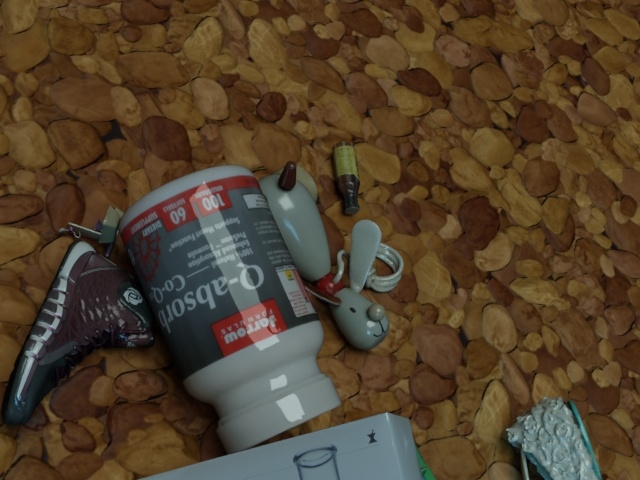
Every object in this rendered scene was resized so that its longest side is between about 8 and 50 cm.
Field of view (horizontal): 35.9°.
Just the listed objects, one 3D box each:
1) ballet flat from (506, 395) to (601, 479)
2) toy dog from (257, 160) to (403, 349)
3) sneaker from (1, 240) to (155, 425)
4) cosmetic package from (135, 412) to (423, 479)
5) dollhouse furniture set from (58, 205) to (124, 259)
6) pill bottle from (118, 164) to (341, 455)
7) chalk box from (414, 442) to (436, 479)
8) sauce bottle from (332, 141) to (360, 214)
[{"bbox_3d":[0.396,0.440,1.493,0.147,0.147,0.409,-8,64,-28],"label":"ballet flat"},{"bbox_3d":[0.000,0.000,1.518,0.334,0.161,0.220,33,55,-4],"label":"toy dog"},{"bbox_3d":[-0.311,0.140,1.339,0.162,0.106,0.281,25,55,-14],"label":"sneaker"},{"bbox_3d":[-0.054,0.378,1.100,0.377,0.097,0.284,-19,68,16],"label":"cosmetic package"},{"bbox_3d":[-0.328,-0.036,1.422,0.081,0.114,0.091,19,59,-9],"label":"dollhouse furniture set"},{"bbox_3d":[-0.120,0.096,1.372,0.210,0.210,0.363,-19,79,-31],"label":"pill bottle"},{"bbox_3d":[0.049,0.363,1.260,0.180,0.289,0.179,-18,71,-31],"label":"chalk box"},{"bbox_3d":[0.046,-0.105,1.672,0.042,0.042,0.128,4,64,-22],"label":"sauce bottle"}]
